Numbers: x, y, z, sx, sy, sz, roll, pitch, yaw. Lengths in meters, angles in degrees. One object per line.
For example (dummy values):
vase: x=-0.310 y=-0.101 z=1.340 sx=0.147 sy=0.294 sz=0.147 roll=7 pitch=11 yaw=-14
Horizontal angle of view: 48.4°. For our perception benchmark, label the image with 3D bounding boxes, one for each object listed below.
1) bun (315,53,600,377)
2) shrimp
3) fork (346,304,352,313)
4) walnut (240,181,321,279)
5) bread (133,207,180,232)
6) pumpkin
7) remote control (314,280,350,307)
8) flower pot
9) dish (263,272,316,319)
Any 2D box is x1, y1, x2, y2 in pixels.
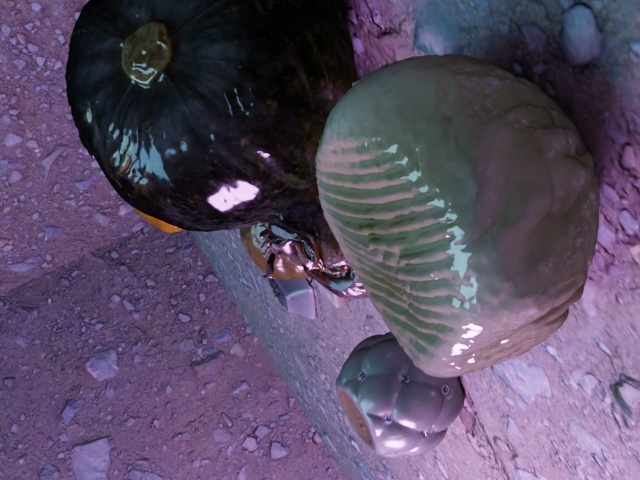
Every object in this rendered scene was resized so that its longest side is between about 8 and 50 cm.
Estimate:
bun: x=0.153 y=-0.029 z=0.758 sx=0.349 sy=0.227 sz=0.352 roll=20 pitch=132 yaw=68
shrimp: x=-0.041 y=-0.007 z=1.183 sx=0.343 sy=0.116 sz=0.145 roll=27 pitch=136 yaw=16
fork: x=0.048 y=0.135 z=1.780 sx=0.115 sy=0.012 sz=0.016 roll=55 pitch=168 yaw=8
walnut: x=-0.048 y=-0.063 z=1.355 sx=0.283 sy=0.227 sz=0.282 roll=13 pitch=117 yaw=26
bread: x=-0.242 y=-0.196 z=1.519 sx=0.250 sy=0.394 sz=0.360 roll=18 pitch=132 yaw=47
pumpkin: x=-0.154 y=-0.238 z=1.069 sx=0.454 sy=0.454 sz=0.344 roll=57 pitch=-161 yaw=21
remote control: x=0.001 y=0.000 z=1.627 sx=0.145 sy=0.050 sz=0.343 roll=49 pitch=159 yaw=41
flower pot: x=0.148 y=0.295 z=1.371 sx=0.246 sy=0.195 sz=0.246 roll=56 pitch=163 yaw=27
dish: x=-0.107 y=0.122 z=2.128 sx=0.243 sy=0.080 sz=0.181 roll=54 pitch=163 yaw=31
